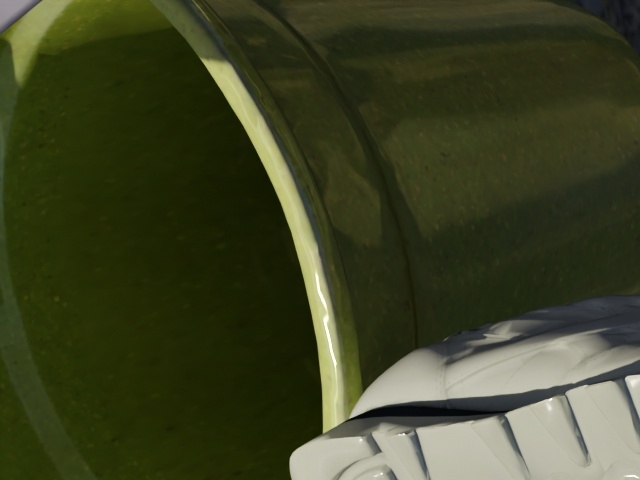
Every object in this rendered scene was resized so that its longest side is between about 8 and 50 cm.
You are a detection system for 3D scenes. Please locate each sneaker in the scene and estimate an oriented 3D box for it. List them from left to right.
[{"bbox_3d":[0.096,0.048,0.477,0.235,0.090,0.095,-2,27,47],"label":"sneaker"}]

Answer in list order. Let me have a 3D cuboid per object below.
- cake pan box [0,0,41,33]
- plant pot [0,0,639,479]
[{"bbox_3d":[-0.140,-0.066,0.462,0.267,0.246,0.070,-36,109,14],"label":"cake pan box"},{"bbox_3d":[0.000,0.000,0.733,0.254,0.276,0.276,-16,58,-41],"label":"plant pot"}]
